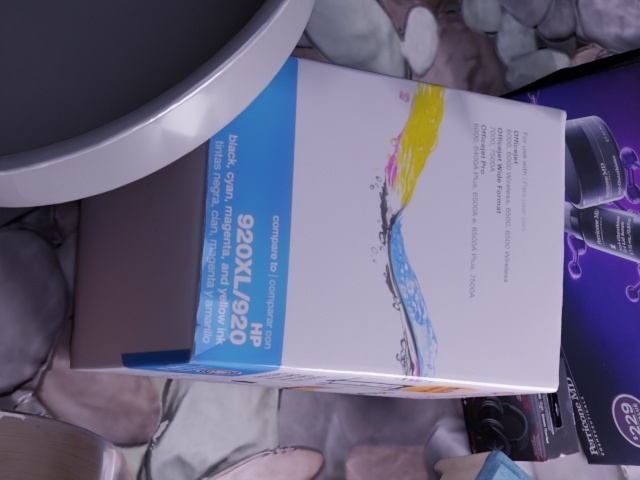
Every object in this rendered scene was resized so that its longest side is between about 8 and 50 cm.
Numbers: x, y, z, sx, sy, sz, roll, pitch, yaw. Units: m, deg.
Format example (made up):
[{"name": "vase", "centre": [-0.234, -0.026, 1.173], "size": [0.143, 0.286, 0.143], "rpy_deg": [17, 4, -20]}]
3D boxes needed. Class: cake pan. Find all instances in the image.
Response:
[{"name": "cake pan", "centre": [-0.127, -0.133, 0.854], "size": [0.293, 0.293, 0.054], "rpy_deg": [-56, 145, -23]}]

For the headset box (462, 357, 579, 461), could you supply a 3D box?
[{"name": "headset box", "centre": [0.128, 0.108, 1.068], "size": [0.032, 0.083, 0.062], "rpy_deg": [-10, 91, -32]}]

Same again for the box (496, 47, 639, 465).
[{"name": "box", "centre": [0.221, 0.009, 1.076], "size": [0.103, 0.184, 0.261], "rpy_deg": [-23, 96, -28]}]

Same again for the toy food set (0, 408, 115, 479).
[{"name": "toy food set", "centre": [-0.261, 0.187, 0.792], "size": [0.306, 0.092, 0.219], "rpy_deg": [10, 95, -29]}]

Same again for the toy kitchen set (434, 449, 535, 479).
[{"name": "toy kitchen set", "centre": [0.137, 0.257, 1.034], "size": [0.207, 0.122, 0.166], "rpy_deg": [43, 65, -20]}]

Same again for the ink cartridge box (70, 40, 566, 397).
[{"name": "ink cartridge box", "centre": [0.000, 0.000, 0.953], "size": [0.233, 0.171, 0.168], "rpy_deg": [7, 81, -29]}]
